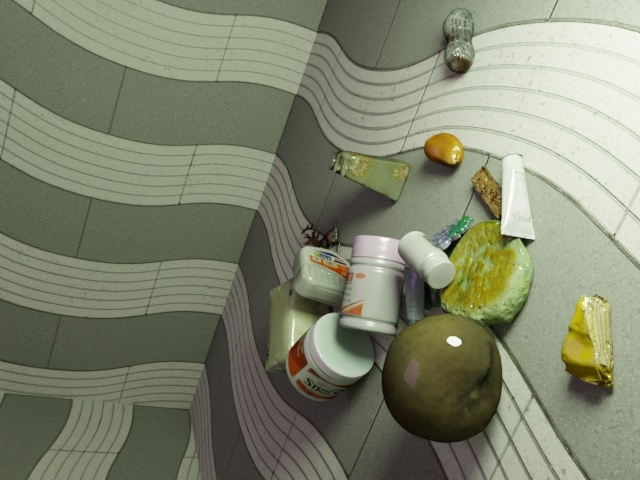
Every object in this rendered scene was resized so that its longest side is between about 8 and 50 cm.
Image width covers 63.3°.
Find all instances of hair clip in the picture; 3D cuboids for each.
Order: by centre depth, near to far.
[{"bbox_3d":[0.398,-0.008,1.584,0.195,0.052,0.124,-46,12,53],"label":"hair clip"}]

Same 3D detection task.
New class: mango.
[{"bbox_3d":[0.410,-0.292,1.690,0.105,0.084,0.159,-55,49,8],"label":"mango"}]

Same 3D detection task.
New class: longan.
[{"bbox_3d":[0.306,0.341,1.307,0.319,0.319,0.318,-41,41,51],"label":"longan"}]

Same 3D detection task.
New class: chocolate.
[{"bbox_3d":[0.465,-0.676,1.749,0.110,0.110,0.247,-34,45,56],"label":"chocolate"}]

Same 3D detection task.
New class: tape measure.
[{"bbox_3d":[0.019,0.152,2.075,0.265,0.259,0.130,-97,30,-51],"label":"tape measure"}]

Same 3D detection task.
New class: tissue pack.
[{"bbox_3d":[-0.098,0.371,2.239,0.297,0.207,0.379,-39,43,51],"label":"tissue pack"}]

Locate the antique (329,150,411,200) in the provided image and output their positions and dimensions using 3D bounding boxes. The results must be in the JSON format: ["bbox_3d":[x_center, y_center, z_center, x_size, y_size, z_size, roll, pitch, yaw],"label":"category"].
[{"bbox_3d":[0.174,-0.258,1.919,0.125,0.285,0.150,41,115,63],"label":"antique"}]

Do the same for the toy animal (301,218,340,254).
[{"bbox_3d":[0.014,0.007,2.384,0.244,0.087,0.259,-33,44,37],"label":"toy animal"}]

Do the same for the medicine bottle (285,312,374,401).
[{"bbox_3d":[0.031,0.425,1.885,0.240,0.253,0.252,-52,33,42],"label":"medicine bottle"}]

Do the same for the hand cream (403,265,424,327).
[{"bbox_3d":[0.292,0.206,1.615,0.080,0.048,0.254,2,94,45],"label":"hand cream"}]

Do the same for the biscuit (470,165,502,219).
[{"bbox_3d":[0.490,-0.137,1.486,0.064,0.035,0.199,-58,29,33],"label":"biscuit"}]

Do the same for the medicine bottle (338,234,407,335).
[{"bbox_3d":[0.184,0.154,1.774,0.202,0.202,0.315,-9,68,63],"label":"medicine bottle"}]

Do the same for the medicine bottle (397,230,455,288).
[{"bbox_3d":[0.310,0.056,1.528,0.102,0.103,0.186,-66,29,19],"label":"medicine bottle"}]

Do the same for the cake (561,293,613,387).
[{"bbox_3d":[0.570,0.213,1.080,0.184,0.080,0.116,-66,24,11],"label":"cake"}]

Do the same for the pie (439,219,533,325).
[{"bbox_3d":[0.446,0.089,1.422,0.323,0.071,0.322,-45,35,44],"label":"pie"}]

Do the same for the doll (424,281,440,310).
[{"bbox_3d":[0.335,0.139,1.628,0.115,0.078,0.150,129,136,-61],"label":"doll"}]

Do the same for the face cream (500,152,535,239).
[{"bbox_3d":[0.514,-0.117,1.376,0.058,0.092,0.243,108,169,-64],"label":"face cream"}]
